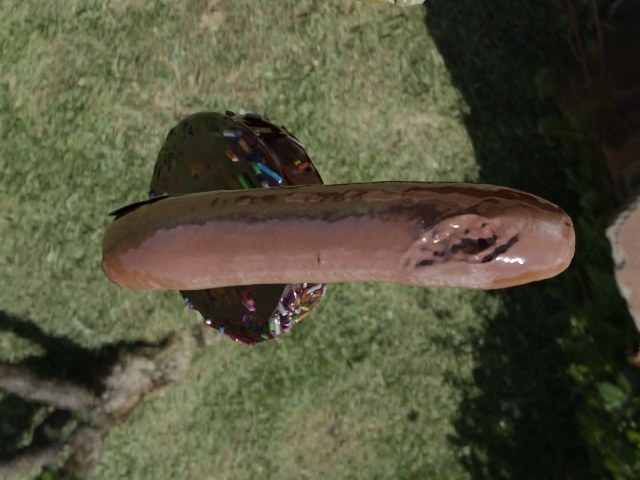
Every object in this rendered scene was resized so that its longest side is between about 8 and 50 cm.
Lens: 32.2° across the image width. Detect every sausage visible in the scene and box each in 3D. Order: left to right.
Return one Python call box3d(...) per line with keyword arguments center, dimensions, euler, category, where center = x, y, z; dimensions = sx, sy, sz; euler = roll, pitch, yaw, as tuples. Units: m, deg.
box3d(center=(0.000, 0.000, 0.418), dimensions=(0.186, 0.043, 0.043), euler=(-2, 128, 20), category="sausage")

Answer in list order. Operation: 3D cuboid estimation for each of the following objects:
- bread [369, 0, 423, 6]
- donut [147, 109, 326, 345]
box3d(center=(0.023, -0.374, 1.183), dimensions=(0.196, 0.252, 0.238), euler=(-54, 134, -15), category="bread")
box3d(center=(-0.071, -0.014, 1.064), dimensions=(0.089, 0.235, 0.235), euler=(-19, 135, -38), category="donut")
